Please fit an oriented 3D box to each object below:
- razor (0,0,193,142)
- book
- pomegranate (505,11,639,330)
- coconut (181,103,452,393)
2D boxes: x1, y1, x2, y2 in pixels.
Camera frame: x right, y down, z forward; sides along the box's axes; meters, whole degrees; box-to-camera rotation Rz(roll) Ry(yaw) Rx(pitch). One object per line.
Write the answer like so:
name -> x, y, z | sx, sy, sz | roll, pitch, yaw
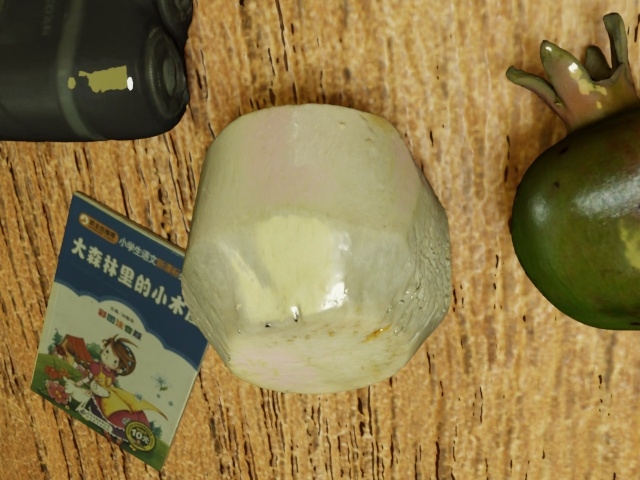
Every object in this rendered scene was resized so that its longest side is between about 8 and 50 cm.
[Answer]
razor -> -0.293, -0.194, 0.517 | 0.348, 0.113, 0.205 | 4, 81, 3
book -> -0.253, 0.126, 0.714 | 0.228, 0.018, 0.323 | 27, 115, 9
pomegranate -> 0.218, -0.046, 0.408 | 0.181, 0.181, 0.224 | -25, 83, 25
coconut -> -0.003, -0.002, 0.475 | 0.241, 0.241, 0.241 | 6, 110, 18
